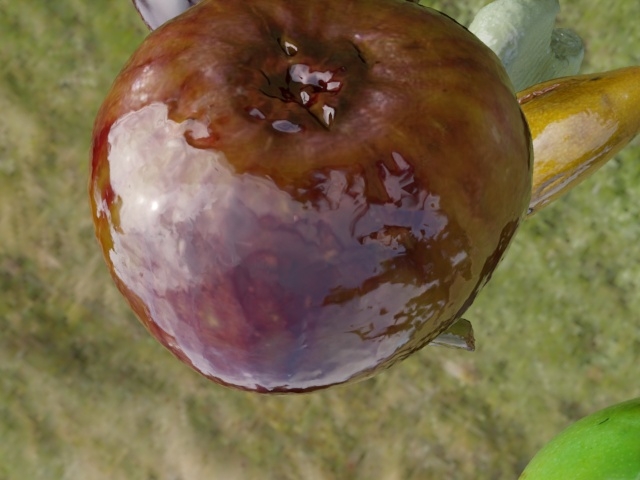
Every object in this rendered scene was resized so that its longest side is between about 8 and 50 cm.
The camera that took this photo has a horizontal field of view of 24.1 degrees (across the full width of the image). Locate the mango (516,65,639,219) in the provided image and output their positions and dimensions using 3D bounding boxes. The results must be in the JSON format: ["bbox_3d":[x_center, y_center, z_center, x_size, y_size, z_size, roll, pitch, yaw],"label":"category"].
[{"bbox_3d":[0.241,-0.107,1.659,0.120,0.177,0.295,47,128,-4],"label":"mango"}]

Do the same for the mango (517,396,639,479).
[{"bbox_3d":[0.343,0.240,1.406,0.382,0.225,0.201,-31,110,25],"label":"mango"}]

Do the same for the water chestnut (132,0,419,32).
[{"bbox_3d":[-0.057,-0.310,1.508,0.350,0.350,0.302,27,-162,19],"label":"water chestnut"}]

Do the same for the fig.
[{"bbox_3d":[-0.007,-0.002,0.624,0.175,0.175,0.207,30,151,13],"label":"fig"}]

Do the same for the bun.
[{"bbox_3d":[0.263,-0.253,2.045,0.126,0.204,0.212,31,145,33],"label":"bun"}]
